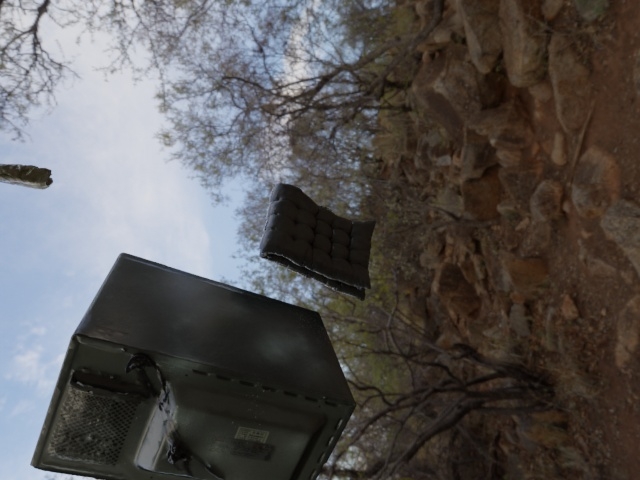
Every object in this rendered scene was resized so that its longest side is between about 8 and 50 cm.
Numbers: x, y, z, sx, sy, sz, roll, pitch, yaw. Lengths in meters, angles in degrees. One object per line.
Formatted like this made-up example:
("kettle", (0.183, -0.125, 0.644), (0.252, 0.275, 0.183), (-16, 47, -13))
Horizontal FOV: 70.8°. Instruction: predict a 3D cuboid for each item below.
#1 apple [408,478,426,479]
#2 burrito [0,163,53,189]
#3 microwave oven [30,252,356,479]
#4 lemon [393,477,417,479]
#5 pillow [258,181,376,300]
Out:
("apple", (0.168, 0.433, 0.656), (0.120, 0.153, 0.153), (-59, -26, -13))
("burrito", (-0.589, -0.127, 0.854), (0.055, 0.149, 0.041), (129, 146, -68))
("microwave oven", (-0.204, 0.243, 0.803), (0.237, 0.431, 0.374), (-66, 18, 13))
("lemon", (0.158, 0.580, 0.864), (0.260, 0.204, 0.204), (-40, -31, -7))
("pillow", (0.000, 0.000, 1.194), (0.101, 0.326, 0.228), (-44, 30, 46))
